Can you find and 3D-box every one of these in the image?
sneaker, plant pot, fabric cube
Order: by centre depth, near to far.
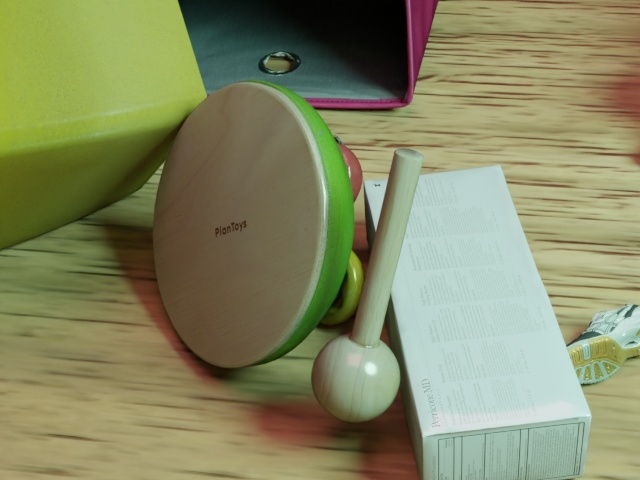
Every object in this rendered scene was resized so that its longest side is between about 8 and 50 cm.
[{"bbox_3d":[0.179,0.065,0.860,0.083,0.032,0.037,-19,28,-24],"label":"sneaker"},{"bbox_3d":[-0.203,-0.118,0.941,0.187,0.212,0.212,-8,71,-32],"label":"plant pot"},{"bbox_3d":[-0.031,-0.288,1.117,0.254,0.259,0.258,4,39,11],"label":"fabric cube"}]

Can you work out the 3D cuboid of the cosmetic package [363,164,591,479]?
[{"bbox_3d":[0.091,0.049,0.857,0.099,0.060,0.239,-5,40,-4],"label":"cosmetic package"}]

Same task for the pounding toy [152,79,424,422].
[{"bbox_3d":[0.000,0.000,0.868,0.110,0.183,0.237,4,15,-40],"label":"pounding toy"}]

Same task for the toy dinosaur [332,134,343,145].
[{"bbox_3d":[-0.038,-0.039,0.995,0.092,0.053,0.183,-1,33,30],"label":"toy dinosaur"}]
